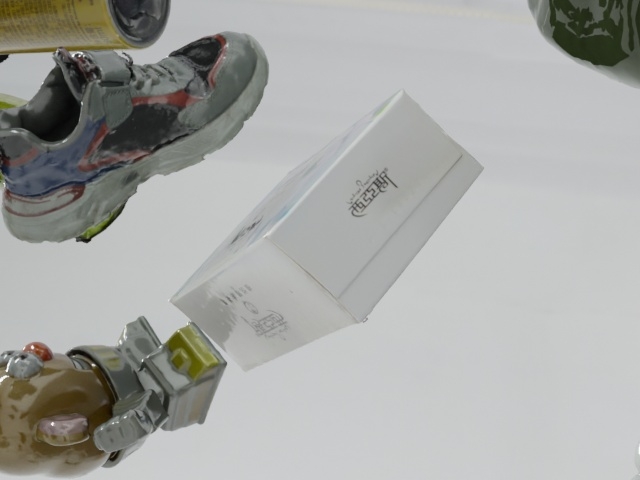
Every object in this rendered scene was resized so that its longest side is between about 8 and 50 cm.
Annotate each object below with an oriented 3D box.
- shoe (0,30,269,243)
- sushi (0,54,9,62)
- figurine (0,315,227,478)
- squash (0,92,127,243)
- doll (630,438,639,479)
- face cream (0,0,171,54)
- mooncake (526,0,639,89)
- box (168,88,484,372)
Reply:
[{"bbox_3d":[-0.150,-0.102,0.995,0.099,0.227,0.125,39,163,54],"label":"shoe"},{"bbox_3d":[-0.363,-0.296,1.622,0.139,0.201,0.031,55,179,-7],"label":"sushi"},{"bbox_3d":[-0.279,0.189,1.624,0.342,0.285,0.167,-32,78,53],"label":"figurine"},{"bbox_3d":[-0.355,-0.117,1.587,0.137,0.287,0.137,-38,-35,-34],"label":"squash"},{"bbox_3d":[0.296,0.234,1.229,0.081,0.129,0.207,-6,-67,-77],"label":"doll"},{"bbox_3d":[-0.315,-0.234,1.370,0.105,0.349,0.105,-7,-81,-59],"label":"face cream"},{"bbox_3d":[0.349,-0.251,1.161,0.351,0.351,0.187,-80,-9,-53],"label":"mooncake"},{"bbox_3d":[-0.002,-0.002,1.309,0.203,0.116,0.274,-49,8,-26],"label":"box"}]
